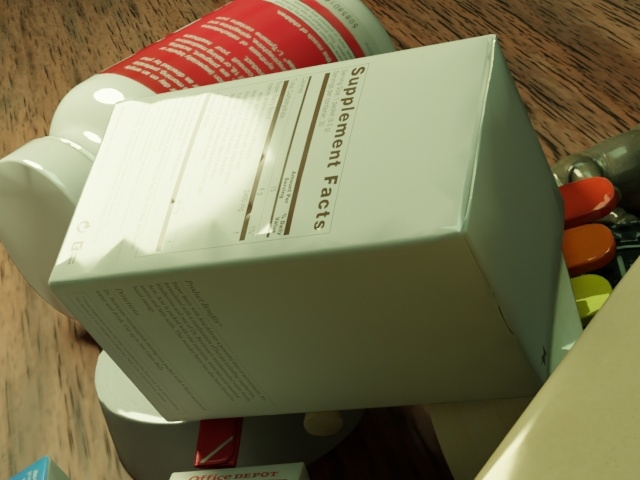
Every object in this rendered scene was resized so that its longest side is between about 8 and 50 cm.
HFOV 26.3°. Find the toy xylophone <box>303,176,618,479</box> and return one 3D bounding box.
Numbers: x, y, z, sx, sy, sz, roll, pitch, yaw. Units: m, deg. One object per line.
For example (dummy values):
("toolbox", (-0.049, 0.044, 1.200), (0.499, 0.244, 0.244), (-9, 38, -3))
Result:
("toy xylophone", (0.107, 0.051, 1.026), (0.236, 0.081, 0.322), (-13, 44, 19))

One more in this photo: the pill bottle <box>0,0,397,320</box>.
("pill bottle", (-0.118, -0.093, 1.370), (0.229, 0.229, 0.408), (11, 36, 42))

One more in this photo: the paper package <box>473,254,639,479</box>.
("paper package", (0.244, 0.159, 0.671), (0.309, 0.168, 0.325), (15, 54, 45))

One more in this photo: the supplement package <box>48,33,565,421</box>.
("supplement package", (0.000, 0.000, 0.941), (0.293, 0.177, 0.175), (-7, 48, 24))

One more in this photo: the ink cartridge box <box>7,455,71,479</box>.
("ink cartridge box", (-0.247, 0.256, 0.876), (0.231, 0.078, 0.134), (-33, 24, 8))

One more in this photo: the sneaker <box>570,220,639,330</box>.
("sneaker", (0.304, 0.017, 1.105), (0.272, 0.100, 0.108), (-21, -8, 3))

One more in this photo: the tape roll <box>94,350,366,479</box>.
("tape roll", (-0.071, 0.112, 1.119), (0.219, 0.072, 0.219), (-12, 25, 6))

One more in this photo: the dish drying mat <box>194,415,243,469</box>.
("dish drying mat", (-0.072, 0.130, 1.000), (0.032, 0.008, 0.083), (-4, 48, 11))

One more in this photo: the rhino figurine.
("rhino figurine", (0.252, -0.046, 1.259), (0.243, 0.073, 0.106), (-20, 30, -8))

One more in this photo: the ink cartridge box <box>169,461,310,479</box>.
("ink cartridge box", (-0.063, 0.210, 0.932), (0.104, 0.060, 0.180), (-8, 27, 17))
